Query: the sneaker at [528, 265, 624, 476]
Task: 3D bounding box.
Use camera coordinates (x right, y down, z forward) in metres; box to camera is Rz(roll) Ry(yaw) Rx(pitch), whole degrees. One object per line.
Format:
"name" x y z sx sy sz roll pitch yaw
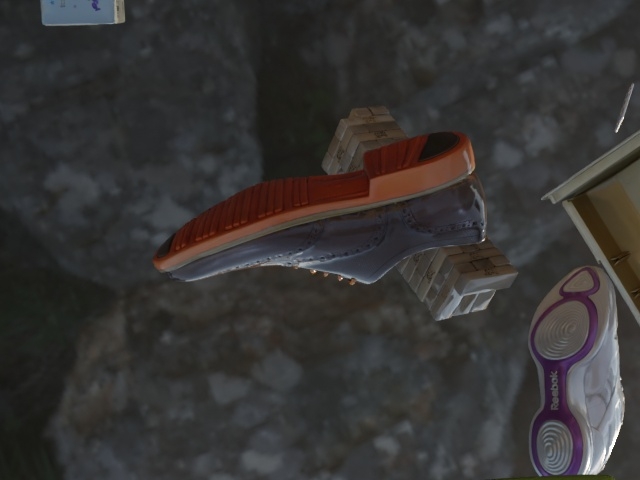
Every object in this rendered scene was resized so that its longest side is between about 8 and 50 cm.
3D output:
"sneaker" 0.362 0.187 1.992 0.114 0.305 0.152 7 179 38

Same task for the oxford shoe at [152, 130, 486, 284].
"oxford shoe" 0.000 0.000 1.528 0.364 0.132 0.130 -15 -158 12

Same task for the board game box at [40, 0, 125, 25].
"board game box" -0.305 -0.424 1.802 0.098 0.303 0.224 -3 -172 -6

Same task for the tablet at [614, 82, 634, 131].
"tablet" 0.435 -0.190 2.052 0.006 0.054 0.083 18 171 8

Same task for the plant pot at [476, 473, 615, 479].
"plant pot" 0.127 0.319 1.015 0.227 0.228 0.207 -11 132 32

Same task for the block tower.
"block tower" 0.123 -0.037 1.936 0.091 0.335 0.097 -10 139 -35

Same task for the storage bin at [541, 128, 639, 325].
"storage bin" 0.385 0.005 1.392 0.123 0.262 0.260 -22 169 -47
